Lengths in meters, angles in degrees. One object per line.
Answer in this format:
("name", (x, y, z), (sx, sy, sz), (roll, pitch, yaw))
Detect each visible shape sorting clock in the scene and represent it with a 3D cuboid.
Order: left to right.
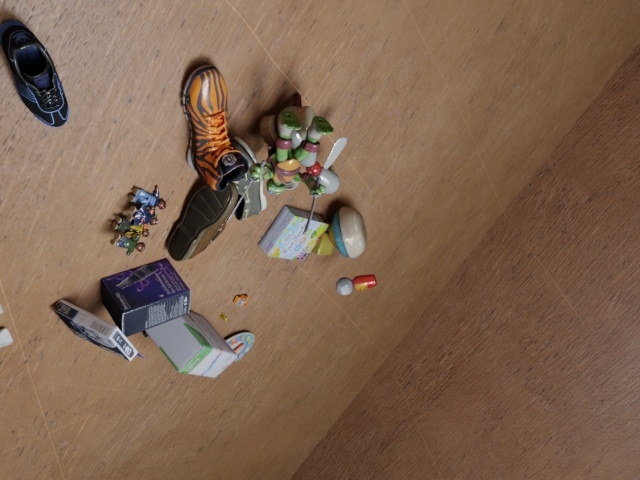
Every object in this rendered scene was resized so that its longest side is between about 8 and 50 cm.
("shape sorting clock", (-0.350, 0.439, 2.253), (0.206, 0.040, 0.206), (-29, 146, -23))

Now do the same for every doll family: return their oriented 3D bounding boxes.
("doll family", (-0.472, -0.053, 1.495), (0.193, 0.076, 0.111), (-54, 143, 10))

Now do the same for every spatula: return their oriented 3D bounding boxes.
("spatula", (-0.876, 0.239, 1.402), (0.168, 0.019, 0.242), (-23, 151, -22))

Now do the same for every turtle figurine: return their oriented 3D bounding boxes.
("turtle figurine", (-0.071, -0.173, 1.444), (0.274, 0.198, 0.266), (-65, -179, -50))

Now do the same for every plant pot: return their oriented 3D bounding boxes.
("plant pot", (0.000, 0.000, 2.105), (0.081, 0.081, 0.083), (0, 114, -49))

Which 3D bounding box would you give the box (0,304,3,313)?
("box", (-0.869, 0.159, 1.250), (0.275, 0.113, 0.094), (-28, 145, -28))

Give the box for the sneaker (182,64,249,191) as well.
("sneaker", (-0.246, -0.259, 1.407), (0.125, 0.180, 0.321), (-26, 144, -28))

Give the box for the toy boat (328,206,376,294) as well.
("toy boat", (0.100, 0.037, 2.056), (0.148, 0.318, 0.267), (-12, -176, 10))

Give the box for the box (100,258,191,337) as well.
("box", (-0.503, 0.163, 1.638), (0.207, 0.153, 0.108), (-20, 141, -36))

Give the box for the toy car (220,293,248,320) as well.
("toy car", (-0.307, 0.250, 2.078), (0.122, 0.040, 0.060), (-51, 148, 11))

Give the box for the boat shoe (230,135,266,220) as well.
("boat shoe", (-0.224, -0.165, 1.615), (0.091, 0.109, 0.305), (-38, 153, -20))

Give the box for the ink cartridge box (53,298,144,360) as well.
("ink cartridge box", (-0.614, 0.264, 1.582), (0.045, 0.206, 0.208), (-59, 158, -28))

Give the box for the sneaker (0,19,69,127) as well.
("sneaker", (-0.544, -0.301, 1.097), (0.081, 0.090, 0.232), (-32, 147, -19))

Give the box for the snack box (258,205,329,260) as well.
("snack box", (-0.090, -0.020, 1.981), (0.207, 0.070, 0.174), (11, 119, -52))

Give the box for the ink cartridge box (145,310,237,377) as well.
("ink cartridge box", (-0.417, 0.331, 1.851), (0.117, 0.201, 0.278), (-45, 158, -3))

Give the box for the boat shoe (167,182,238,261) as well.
("boat shoe", (-0.323, -0.065, 1.622), (0.307, 0.110, 0.104), (-43, 166, 28))

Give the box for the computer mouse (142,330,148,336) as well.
("computer mouse", (-0.554, 0.235, 1.771), (0.106, 0.042, 0.193), (-40, 149, -6))

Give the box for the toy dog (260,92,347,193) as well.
("toy dog", (-0.038, -0.290, 1.646), (0.333, 0.220, 0.161), (79, 23, -59))
